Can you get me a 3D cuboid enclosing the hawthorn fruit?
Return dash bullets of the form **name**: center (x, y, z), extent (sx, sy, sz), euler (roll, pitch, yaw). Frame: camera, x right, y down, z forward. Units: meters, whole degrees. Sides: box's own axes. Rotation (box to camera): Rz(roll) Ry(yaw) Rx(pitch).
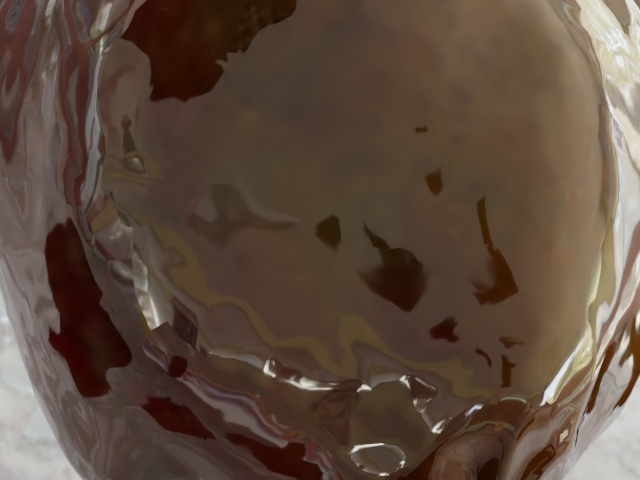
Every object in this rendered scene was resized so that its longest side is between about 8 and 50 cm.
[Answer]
- **hawthorn fruit**: center (0.002, -0.020, 0.614), extent (0.308, 0.308, 0.325), euler (6, 30, -26)
